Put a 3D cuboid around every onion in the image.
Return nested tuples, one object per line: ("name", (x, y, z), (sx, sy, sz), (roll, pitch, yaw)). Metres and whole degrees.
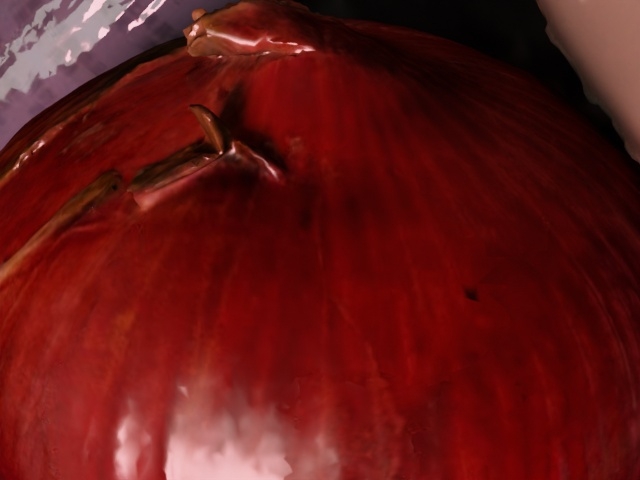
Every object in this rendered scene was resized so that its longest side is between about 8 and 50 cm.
("onion", (0.003, 0.009, 0.485), (0.248, 0.248, 0.161), (28, 113, 14))

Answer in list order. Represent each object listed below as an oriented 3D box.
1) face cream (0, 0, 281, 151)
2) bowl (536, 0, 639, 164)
("face cream", (-0.108, -0.074, 0.604), (0.385, 0.086, 0.135), (-42, 83, 27))
("bowl", (0.135, -0.173, 0.352), (0.157, 0.337, 0.337), (-17, 108, -9))
